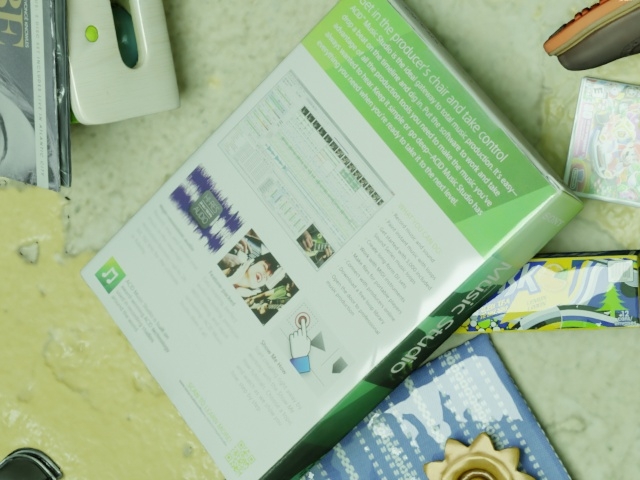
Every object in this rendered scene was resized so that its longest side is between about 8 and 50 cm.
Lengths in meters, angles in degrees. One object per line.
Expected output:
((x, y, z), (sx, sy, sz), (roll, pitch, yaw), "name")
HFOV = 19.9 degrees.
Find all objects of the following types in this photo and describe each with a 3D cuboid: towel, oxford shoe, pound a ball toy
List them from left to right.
((-0.220, -0.242, 1.366), (0.208, 0.136, 0.319), (-4, 99, 44), "pound a ball toy")
((0.045, 0.254, 1.393), (0.336, 0.040, 0.243), (-31, 87, 12), "towel")
((0.290, -0.157, 1.259), (0.271, 0.097, 0.098), (-19, 97, 14), "oxford shoe")

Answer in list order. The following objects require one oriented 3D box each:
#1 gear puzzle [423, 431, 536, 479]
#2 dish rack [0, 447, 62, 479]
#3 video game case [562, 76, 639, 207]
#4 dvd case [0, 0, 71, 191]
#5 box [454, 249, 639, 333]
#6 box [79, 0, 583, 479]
((0.081, 0.304, 1.350), (0.175, 0.044, 0.339), (12, 92, 13), "gear puzzle")
((-0.219, 0.326, 1.435), (0.271, 0.074, 0.208), (46, 105, 6), "dish rack")
((0.241, -0.066, 1.320), (0.122, 0.011, 0.087), (11, 98, 12), "video game case")
((-0.260, -0.135, 1.327), (0.221, 0.018, 0.164), (15, 112, 39), "dvd case")
((0.149, 0.037, 1.327), (0.169, 0.059, 0.054), (-2, 94, 13), "box")
((0.000, 0.000, 1.323), (0.322, 0.058, 0.232), (-45, 64, 15), "box")
